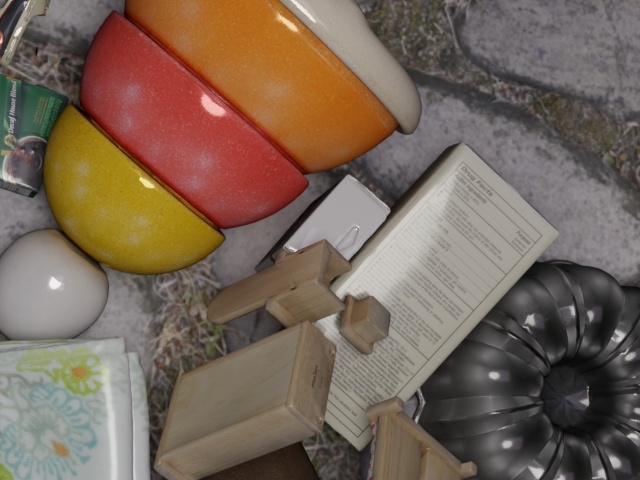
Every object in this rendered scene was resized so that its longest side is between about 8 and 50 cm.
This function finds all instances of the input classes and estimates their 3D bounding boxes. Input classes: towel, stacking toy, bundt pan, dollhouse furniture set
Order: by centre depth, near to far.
[{"bbox_3d":[-0.319,0.279,1.480,0.321,0.090,0.374,-5,83,14],"label":"towel"},{"bbox_3d":[0.027,0.232,1.544,0.355,0.174,0.303,44,38,-31],"label":"dollhouse furniture set"},{"bbox_3d":[-0.166,-0.089,1.586,0.350,0.350,0.480,43,91,-8],"label":"stacking toy"},{"bbox_3d":[0.275,0.175,1.740,0.331,0.124,0.330,2,83,-18],"label":"bundt pan"}]

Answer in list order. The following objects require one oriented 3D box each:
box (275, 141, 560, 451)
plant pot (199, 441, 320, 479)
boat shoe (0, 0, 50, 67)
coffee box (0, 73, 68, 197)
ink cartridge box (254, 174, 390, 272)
[{"bbox_3d":[0.091,0.056,1.651,0.148,0.121,0.311,44,89,-4],"label":"box"},{"bbox_3d":[-0.069,0.300,1.585,0.215,0.215,0.230,-2,70,-18],"label":"plant pot"},{"bbox_3d":[-0.311,-0.247,1.648,0.043,0.049,0.137,37,76,-13],"label":"boat shoe"},{"bbox_3d":[-0.366,-0.124,1.618,0.184,0.040,0.113,19,78,-14],"label":"coffee box"},{"bbox_3d":[0.000,0.000,1.657,0.063,0.150,0.109,42,73,-4],"label":"ink cartridge box"}]
